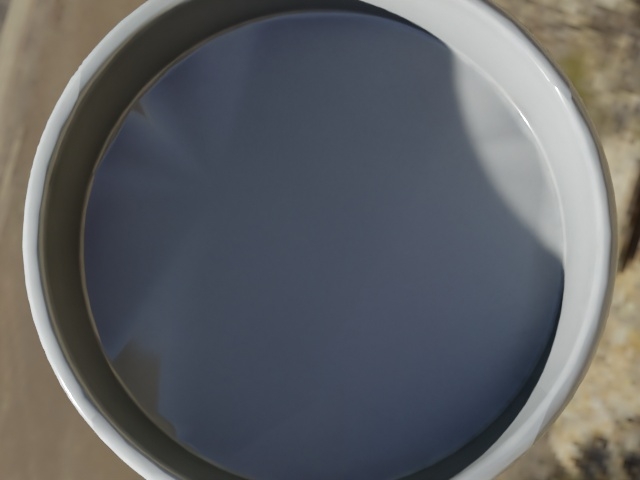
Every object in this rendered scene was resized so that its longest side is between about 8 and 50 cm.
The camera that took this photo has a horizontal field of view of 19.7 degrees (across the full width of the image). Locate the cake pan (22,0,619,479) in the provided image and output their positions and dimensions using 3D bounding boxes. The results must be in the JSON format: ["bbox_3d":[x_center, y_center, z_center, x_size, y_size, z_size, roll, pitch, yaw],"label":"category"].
[{"bbox_3d":[0.000,0.000,0.929,0.054,0.293,0.293,95,-172,-81],"label":"cake pan"}]
